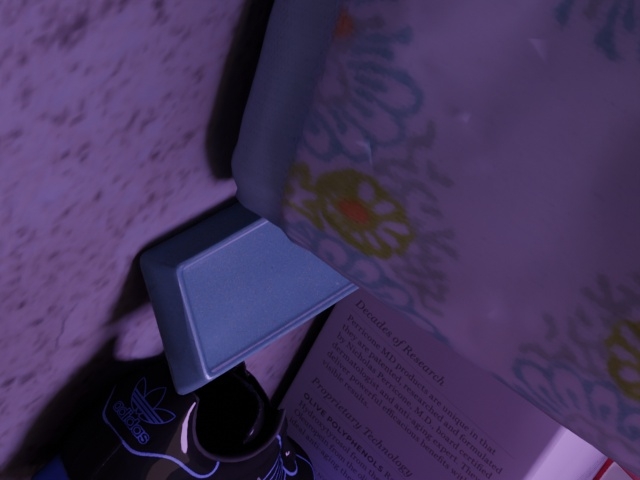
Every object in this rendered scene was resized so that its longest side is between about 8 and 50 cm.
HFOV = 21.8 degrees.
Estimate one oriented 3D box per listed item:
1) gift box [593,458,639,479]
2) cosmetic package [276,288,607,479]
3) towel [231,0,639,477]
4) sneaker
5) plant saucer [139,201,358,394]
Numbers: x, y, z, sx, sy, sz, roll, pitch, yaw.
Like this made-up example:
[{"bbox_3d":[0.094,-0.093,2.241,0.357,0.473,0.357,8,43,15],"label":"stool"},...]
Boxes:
[{"bbox_3d":[0.220,0.171,1.251,0.276,0.255,0.258,-32,158,-46],"label":"gift box"},{"bbox_3d":[0.131,0.021,0.922,0.197,0.155,0.366,-25,149,-49],"label":"cosmetic package"},{"bbox_3d":[0.141,-0.058,0.549,0.090,0.320,0.374,-41,161,-40],"label":"towel"},{"bbox_3d":[-0.045,0.104,0.821,0.090,0.081,0.232,-47,161,13],"label":"sneaker"},{"bbox_3d":[0.000,0.000,0.757,0.192,0.018,0.067,-31,116,-40],"label":"plant saucer"}]
